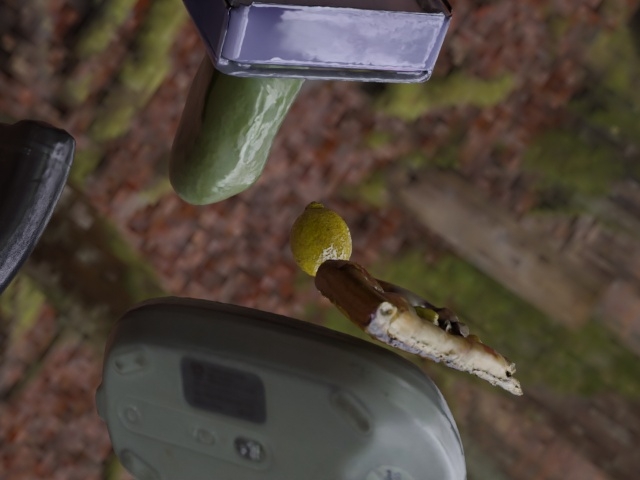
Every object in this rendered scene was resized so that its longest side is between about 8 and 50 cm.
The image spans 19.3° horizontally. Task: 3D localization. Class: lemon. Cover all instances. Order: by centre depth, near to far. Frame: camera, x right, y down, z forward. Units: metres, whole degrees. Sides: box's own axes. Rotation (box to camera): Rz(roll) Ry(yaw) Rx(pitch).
[{"bbox_3d":[0.000,0.000,1.866,0.062,0.062,0.083,90,-10,-74],"label":"lemon"}]

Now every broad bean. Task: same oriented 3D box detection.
[{"bbox_3d":[-0.068,-0.138,1.683,0.169,0.100,0.228,-121,-130,-69],"label":"broad bean"}]

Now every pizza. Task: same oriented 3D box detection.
[{"bbox_3d":[0.074,0.062,1.354,0.036,0.176,0.184,-62,178,5],"label":"pizza"}]

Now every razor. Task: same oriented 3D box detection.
[{"bbox_3d":[-0.237,-0.018,1.381,0.090,0.054,0.148,-3,-123,47],"label":"razor"}]

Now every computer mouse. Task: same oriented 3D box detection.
[{"bbox_3d":[-0.032,0.147,1.492,0.095,0.331,0.197,-29,128,-52],"label":"computer mouse"}]

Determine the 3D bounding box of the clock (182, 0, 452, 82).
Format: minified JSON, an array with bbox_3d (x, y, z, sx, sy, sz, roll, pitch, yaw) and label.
[{"bbox_3d":[-0.007,-0.198,1.541,0.144,0.193,0.073,-116,-146,-48],"label":"clock"}]
